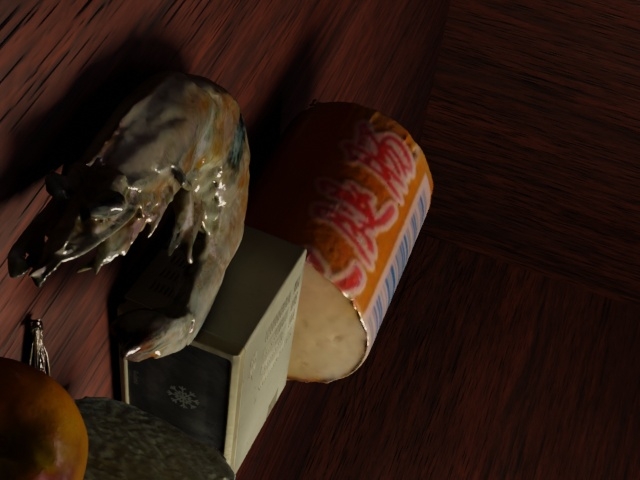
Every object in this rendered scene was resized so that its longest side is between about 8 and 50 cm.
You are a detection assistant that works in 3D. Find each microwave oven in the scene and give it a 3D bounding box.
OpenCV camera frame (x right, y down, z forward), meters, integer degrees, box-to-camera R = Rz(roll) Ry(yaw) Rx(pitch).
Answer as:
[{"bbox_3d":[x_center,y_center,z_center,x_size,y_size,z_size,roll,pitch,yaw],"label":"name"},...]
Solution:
[{"bbox_3d":[-0.117,0.110,1.027,0.240,0.145,0.194,99,13,-45],"label":"microwave oven"}]

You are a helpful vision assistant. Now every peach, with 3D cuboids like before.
[{"bbox_3d":[-0.216,0.146,0.612,0.138,0.138,0.138,19,90,-80],"label":"peach"}]

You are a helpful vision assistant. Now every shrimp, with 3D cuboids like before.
[{"bbox_3d":[-0.132,-0.011,0.782,0.360,0.085,0.246,-42,135,-67],"label":"shrimp"}]

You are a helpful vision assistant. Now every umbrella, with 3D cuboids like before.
[{"bbox_3d":[-0.226,0.094,0.771,0.031,0.020,0.083,-60,160,-51],"label":"umbrella"}]

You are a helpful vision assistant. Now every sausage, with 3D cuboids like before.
[{"bbox_3d":[0.000,0.000,1.214,0.233,0.233,0.287,97,16,-50],"label":"sausage"}]

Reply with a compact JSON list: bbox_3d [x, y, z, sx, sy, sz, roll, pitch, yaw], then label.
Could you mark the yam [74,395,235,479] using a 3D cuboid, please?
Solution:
[{"bbox_3d":[-0.206,0.331,0.788,0.241,0.241,0.348,-1,111,-80],"label":"yam"}]
